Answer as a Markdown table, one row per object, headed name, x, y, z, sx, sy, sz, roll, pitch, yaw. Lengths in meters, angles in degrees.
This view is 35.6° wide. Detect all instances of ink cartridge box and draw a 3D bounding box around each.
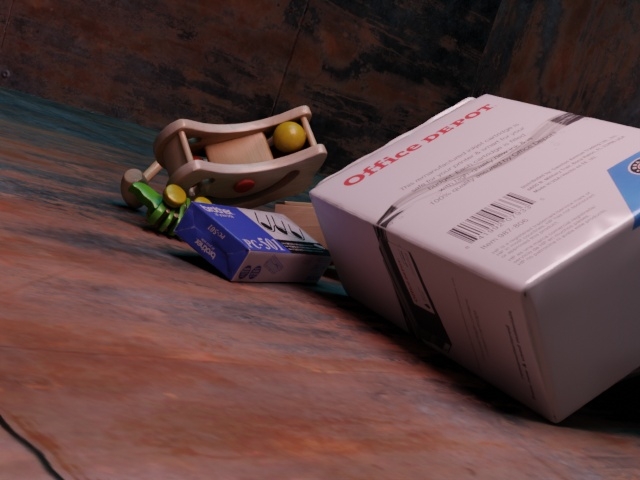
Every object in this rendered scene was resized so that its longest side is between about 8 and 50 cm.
| name | x | y | z | sx | sy | sz | roll | pitch | yaw |
| --- | --- | --- | --- | --- | --- | --- | --- | --- | --- |
| ink cartridge box | 0.214 | -0.009 | 1.098 | 0.286 | 0.166 | 0.395 | -29 | 28 | -19 |
| ink cartridge box | -0.073 | 0.005 | 1.181 | 0.097 | 0.046 | 0.207 | 39 | 15 | 24 |

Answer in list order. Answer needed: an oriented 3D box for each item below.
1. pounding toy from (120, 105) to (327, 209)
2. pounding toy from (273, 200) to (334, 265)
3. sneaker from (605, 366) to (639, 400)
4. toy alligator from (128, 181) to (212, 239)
| name | x | y | z | sx | sy | sz | roll | pitch | yaw |
| --- | --- | --- | --- | --- | --- | --- | --- | --- | --- |
| pounding toy | -0.141 | -0.127 | 1.309 | 0.270 | 0.154 | 0.154 | -18 | -23 | -7 |
| pounding toy | 0.000 | 0.000 | 1.388 | 0.130 | 0.100 | 0.141 | 5 | 4 | 0 |
| sneaker | 0.428 | 0.120 | 1.116 | 0.147 | 0.104 | 0.296 | 16 | -23 | -39 |
| toy alligator | -0.154 | -0.017 | 1.241 | 0.190 | 0.056 | 0.051 | 25 | 46 | -27 |
